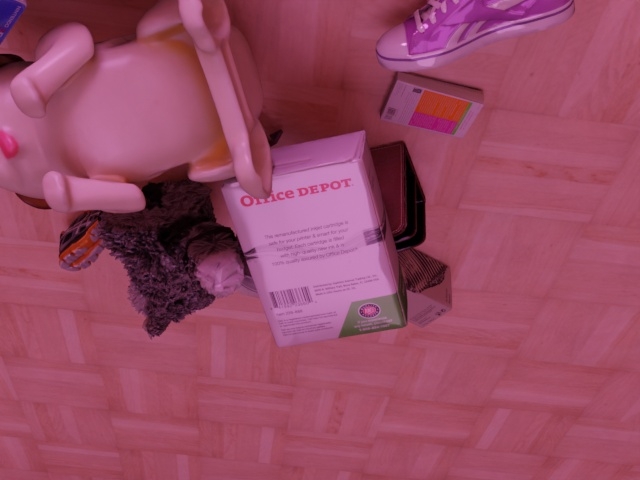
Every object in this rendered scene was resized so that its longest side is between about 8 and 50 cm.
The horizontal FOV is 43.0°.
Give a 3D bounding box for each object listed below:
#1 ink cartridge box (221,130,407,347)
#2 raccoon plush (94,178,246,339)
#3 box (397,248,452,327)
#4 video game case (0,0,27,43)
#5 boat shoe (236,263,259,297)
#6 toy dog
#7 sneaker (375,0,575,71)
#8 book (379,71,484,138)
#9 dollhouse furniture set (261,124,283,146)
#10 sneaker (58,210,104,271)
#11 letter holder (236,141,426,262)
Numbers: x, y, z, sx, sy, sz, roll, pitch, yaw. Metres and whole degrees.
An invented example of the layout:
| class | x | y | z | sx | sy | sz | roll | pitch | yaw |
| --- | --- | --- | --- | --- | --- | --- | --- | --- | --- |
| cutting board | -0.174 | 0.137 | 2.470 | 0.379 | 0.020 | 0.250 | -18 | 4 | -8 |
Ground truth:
| class | x | y | z | sx | sy | sz | roll | pitch | yaw |
| --- | --- | --- | --- | --- | --- | --- | --- | --- | --- |
| ink cartridge box | 0.000 | 0.000 | 1.224 | 0.211 | 0.121 | 0.289 | -10 | 117 | 12 |
| raccoon plush | -0.250 | 0.092 | 1.434 | 0.216 | 0.446 | 0.299 | -17 | 120 | -12 |
| box | 0.128 | 0.063 | 1.602 | 0.275 | 0.113 | 0.094 | 26 | 136 | -26 |
| video game case | -0.486 | -0.333 | 1.074 | 0.061 | 0.244 | 0.270 | 4 | 151 | -46 |
| boat shoe | -0.107 | 0.075 | 1.671 | 0.228 | 0.079 | 0.081 | 25 | 112 | -33 |
| toy dog | -0.299 | -0.190 | 1.120 | 0.408 | 0.395 | 0.284 | -14 | 120 | 6 |
| sneaker | 0.194 | -0.344 | 1.112 | 0.282 | 0.102 | 0.161 | -19 | 133 | 11 |
| book | 0.179 | -0.216 | 1.315 | 0.144 | 0.035 | 0.096 | 12 | 144 | -8 |
| dollhouse furniture set | -0.141 | -0.171 | 1.375 | 0.114 | 0.091 | 0.081 | -22 | 119 | 33 |
| sneaker | -0.431 | -0.029 | 1.573 | 0.215 | 0.083 | 0.084 | -33 | 146 | 14 |
| letter holder | 0.022 | -0.021 | 1.426 | 0.302 | 0.214 | 0.152 | -10 | 139 | 17 |
